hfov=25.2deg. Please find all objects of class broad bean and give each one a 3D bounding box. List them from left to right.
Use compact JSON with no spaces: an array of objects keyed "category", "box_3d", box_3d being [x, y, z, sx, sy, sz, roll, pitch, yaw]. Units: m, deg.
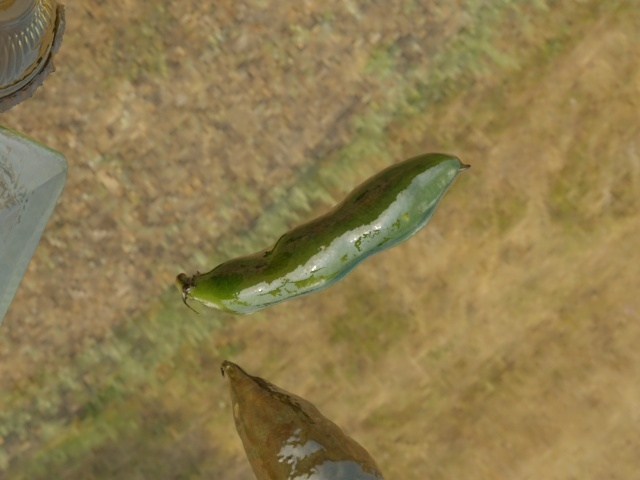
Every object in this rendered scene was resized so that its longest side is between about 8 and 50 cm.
[{"category":"broad bean","box_3d":[0.000,0.004,1.062,0.254,0.065,0.046,-27,145,19]}]

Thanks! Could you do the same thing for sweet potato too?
[{"category":"sweet potato","box_3d":[0.019,0.188,1.002,0.075,0.269,0.075,-42,-179,1]}]

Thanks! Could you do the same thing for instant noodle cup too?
[{"category":"instant noodle cup","box_3d":[-0.373,-0.269,1.504,0.274,0.274,0.091,-10,173,-42]}]

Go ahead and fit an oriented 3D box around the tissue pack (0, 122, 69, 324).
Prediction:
[{"category":"tissue pack","box_3d":[-0.363,-0.034,1.052,0.200,0.275,0.167,-66,157,-1]}]
